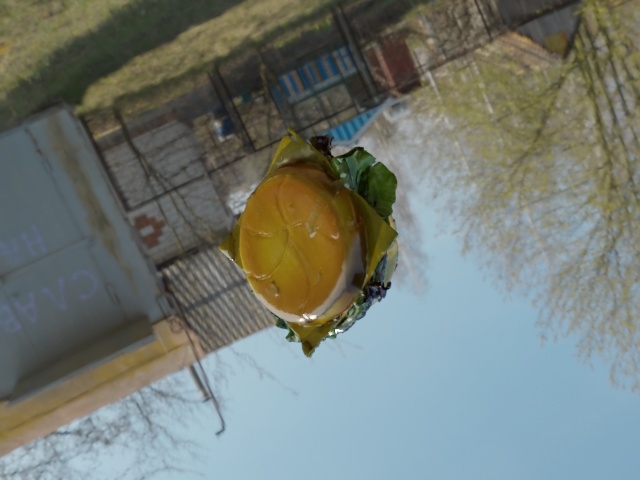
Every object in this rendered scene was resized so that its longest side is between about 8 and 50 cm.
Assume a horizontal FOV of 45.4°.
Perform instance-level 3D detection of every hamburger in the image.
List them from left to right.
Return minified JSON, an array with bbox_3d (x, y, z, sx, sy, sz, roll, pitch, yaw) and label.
[{"bbox_3d":[0.003,-0.001,0.654,0.093,0.164,0.189,-10,152,-47],"label":"hamburger"}]
